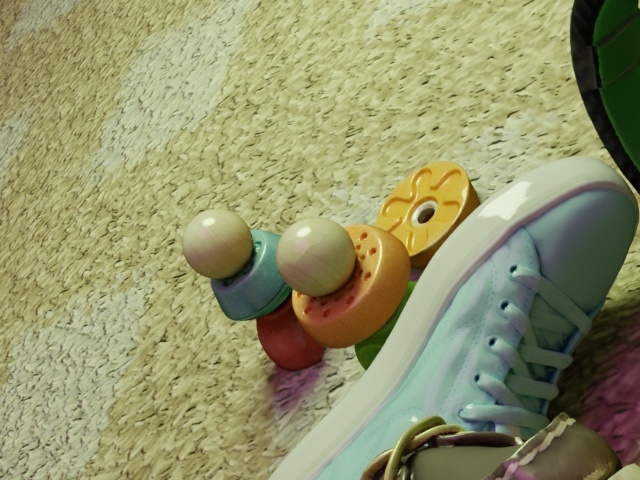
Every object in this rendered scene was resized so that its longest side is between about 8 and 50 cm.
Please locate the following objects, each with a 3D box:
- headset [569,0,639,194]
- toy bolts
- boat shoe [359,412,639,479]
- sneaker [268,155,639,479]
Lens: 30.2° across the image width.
[{"bbox_3d":[0.311,-0.055,0.637,0.185,0.243,0.394,-36,45,-15],"label":"headset"},{"bbox_3d":[0.000,0.000,0.986,0.229,0.158,0.218,-12,48,43],"label":"toy bolts"},{"bbox_3d":[0.055,0.146,0.582,0.117,0.096,0.324,-27,-18,-22],"label":"boat shoe"},{"bbox_3d":[0.110,0.119,0.781,0.366,0.135,0.150,-55,39,8],"label":"sneaker"}]
